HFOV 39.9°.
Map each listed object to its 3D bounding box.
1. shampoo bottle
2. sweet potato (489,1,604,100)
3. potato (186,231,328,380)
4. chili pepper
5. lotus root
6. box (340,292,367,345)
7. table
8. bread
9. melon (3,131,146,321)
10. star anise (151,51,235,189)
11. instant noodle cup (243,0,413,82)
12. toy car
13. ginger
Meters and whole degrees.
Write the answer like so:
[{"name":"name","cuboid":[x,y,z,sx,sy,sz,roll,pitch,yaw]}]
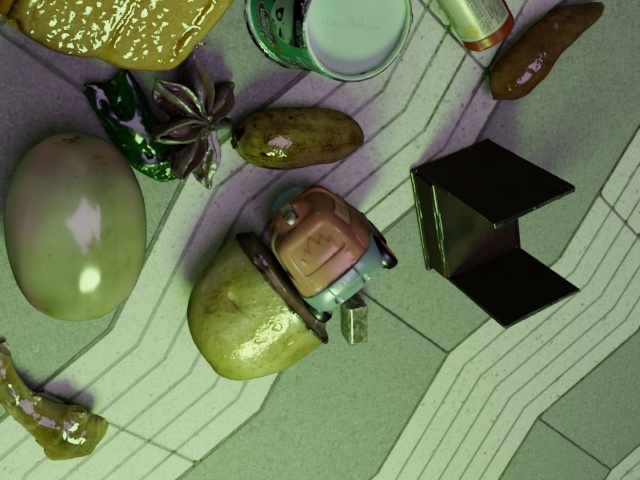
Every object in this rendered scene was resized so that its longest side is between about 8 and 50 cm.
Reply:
[{"name":"shampoo bottle","cuboid":[0.241,-0.471,1.565,0.104,0.104,0.278,-43,125,-1]},{"name":"sweet potato","cuboid":[0.442,-0.383,1.719,0.292,0.097,0.097,-42,125,-3]},{"name":"potato","cuboid":[-0.134,0.145,1.631,0.242,0.242,0.285,-41,140,-3]},{"name":"chili pepper","cuboid":[-0.304,-0.186,1.464,0.098,0.061,0.224,-39,127,-4]},{"name":"lotus root","cuboid":[-0.035,-0.186,1.579,0.258,0.097,0.110,-8,115,-27]},{"name":"box","cuboid":[0.069,0.164,1.827,0.045,0.062,0.098,-10,121,-17]},{"name":"table","cuboid":[0.343,-0.019,1.735,0.196,0.282,0.251,-22,123,-16]},{"name":"bread","cuboid":[-0.272,-0.414,1.269,0.328,0.148,0.337,7,137,-44]},{"name":"melon","cuboid":[-0.390,-0.015,1.409,0.223,0.223,0.317,-8,123,-23]},{"name":"star anise","cuboid":[-0.215,-0.202,1.453,0.197,0.073,0.212,44,58,-50]},{"name":"instant noodle cup","cuboid":[0.021,-0.377,1.449,0.251,0.190,0.251,-12,120,-21]},{"name":"toy car","cuboid":[0.000,0.000,1.607,0.180,0.270,0.212,-40,105,7]},{"name":"ginger","cuboid":[-0.504,0.301,1.600,0.131,0.086,0.294,-25,121,13]}]
